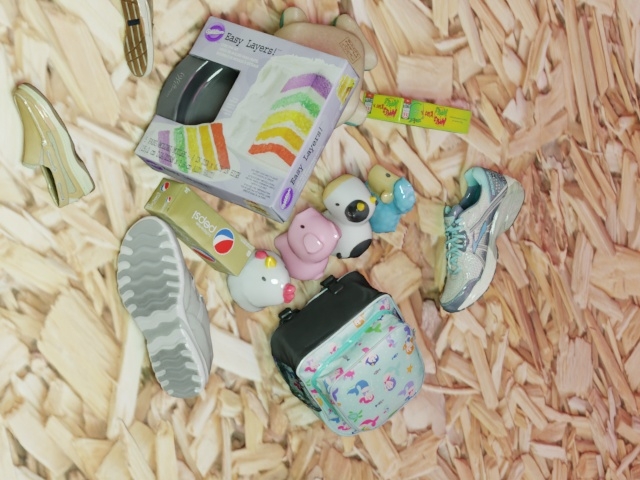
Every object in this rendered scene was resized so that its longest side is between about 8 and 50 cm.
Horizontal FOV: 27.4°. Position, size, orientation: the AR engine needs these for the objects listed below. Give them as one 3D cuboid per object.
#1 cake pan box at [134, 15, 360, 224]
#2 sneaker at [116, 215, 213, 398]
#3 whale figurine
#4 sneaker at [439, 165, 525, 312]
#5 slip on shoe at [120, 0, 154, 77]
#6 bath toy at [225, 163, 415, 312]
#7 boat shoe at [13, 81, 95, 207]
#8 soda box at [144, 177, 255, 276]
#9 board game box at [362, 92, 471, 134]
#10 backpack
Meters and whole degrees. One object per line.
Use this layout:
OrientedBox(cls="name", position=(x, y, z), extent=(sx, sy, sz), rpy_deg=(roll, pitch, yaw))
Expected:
OrientedBox(cls="cake pan box", position=(-0.110, -0.181, 1.902), extent=(0.246, 0.267, 0.070), rpy_deg=(-61, 151, -11))
OrientedBox(cls="sneaker", position=(-0.229, 0.093, 1.985), extent=(0.115, 0.105, 0.281), rpy_deg=(-55, 137, -67))
OrientedBox(cls="whale figurine", position=(-0.009, -0.266, 2.082), extent=(0.216, 0.141, 0.272), rpy_deg=(55, 36, -10))
OrientedBox(cls="sneaker", position=(0.266, -0.006, 2.428), extent=(0.122, 0.110, 0.283), rpy_deg=(28, 77, -26))
OrientedBox(cls="slip on shoe", position=(-0.256, -0.302, 1.881), extent=(0.041, 0.051, 0.135), rpy_deg=(-24, 110, -51))
OrientedBox(cls="bath toy", position=(0.000, 0.000, 2.138), extent=(0.348, 0.129, 0.151), rpy_deg=(-34, 121, -33))
OrientedBox(cls="boat shoe", position=(-0.377, -0.124, 1.795), extent=(0.072, 0.068, 0.190), rpy_deg=(-37, 124, -18))
OrientedBox(cls="soda box", position=(-0.183, -0.019, 2.003), extent=(0.181, 0.061, 0.058), rpy_deg=(44, 70, -40))
OrientedBox(cls="board game box", position=(0.166, -0.219, 2.269), extent=(0.181, 0.092, 0.043), rpy_deg=(4, 98, -44))
OrientedBox(cls="backpack", position=(0.059, 0.207, 2.201), extent=(0.225, 0.191, 0.253), rpy_deg=(-39, 140, -14))
